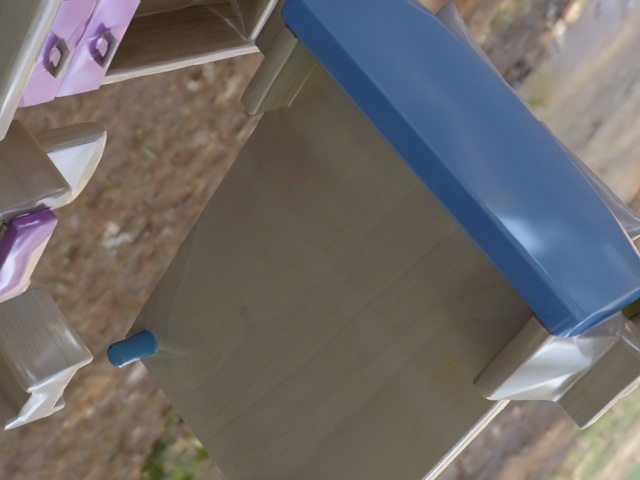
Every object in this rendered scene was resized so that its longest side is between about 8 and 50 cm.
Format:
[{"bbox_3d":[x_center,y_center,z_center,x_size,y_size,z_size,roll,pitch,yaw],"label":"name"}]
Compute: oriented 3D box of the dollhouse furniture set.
[{"bbox_3d":[0.000,0.000,0.584,0.198,0.303,0.286,-20,152,-45],"label":"dollhouse furniture set"}]
